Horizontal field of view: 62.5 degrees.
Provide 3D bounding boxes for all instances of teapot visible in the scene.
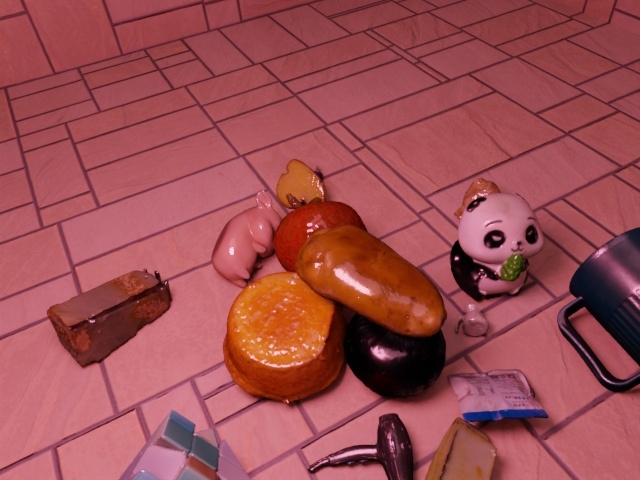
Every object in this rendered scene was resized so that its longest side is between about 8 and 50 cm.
[{"bbox_3d":[0.369,0.197,1.299,0.083,0.064,0.064,-26,32,24],"label":"teapot"}]

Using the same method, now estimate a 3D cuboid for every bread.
[{"bbox_3d":[-0.082,0.212,1.233,0.312,0.172,0.312,-1,47,1],"label":"bread"},{"bbox_3d":[-0.054,-0.154,1.650,0.187,0.149,0.065,47,19,18],"label":"bread"}]

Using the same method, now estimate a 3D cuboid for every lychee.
[{"bbox_3d":[0.000,0.000,1.396,0.255,0.255,0.300,-24,59,-18],"label":"lychee"}]

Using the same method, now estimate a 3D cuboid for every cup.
[{"bbox_3d":[0.730,0.160,1.178,0.308,0.242,0.292,-15,49,-14],"label":"cup"}]

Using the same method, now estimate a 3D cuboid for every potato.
[{"bbox_3d":[0.109,0.083,1.142,0.369,0.195,0.176,30,89,26],"label":"potato"}]

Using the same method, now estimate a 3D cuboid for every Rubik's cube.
[{"bbox_3d":[-0.257,0.470,0.975,0.213,0.265,0.224,37,88,-9],"label":"Rubik's cube"}]

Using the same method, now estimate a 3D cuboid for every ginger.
[{"bbox_3d":[0.510,-0.102,1.544,0.193,0.122,0.115,24,32,18],"label":"ginger"}]

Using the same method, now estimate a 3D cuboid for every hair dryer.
[{"bbox_3d":[0.082,0.462,1.067,0.219,0.075,0.195,-12,54,7],"label":"hair dryer"}]

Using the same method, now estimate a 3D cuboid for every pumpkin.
[{"bbox_3d":[0.165,0.240,1.195,0.233,0.163,0.233,1,45,-1],"label":"pumpkin"}]

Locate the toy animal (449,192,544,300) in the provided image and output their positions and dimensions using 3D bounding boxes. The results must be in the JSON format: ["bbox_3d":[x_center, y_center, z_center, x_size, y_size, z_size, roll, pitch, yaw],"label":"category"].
[{"bbox_3d":[0.443,0.017,1.327,0.213,0.266,0.212,1,48,-1],"label":"toy animal"}]

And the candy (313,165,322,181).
[{"bbox_3d":[-0.016,-0.184,1.712,0.043,0.045,0.175,22,40,-21],"label":"candy"}]

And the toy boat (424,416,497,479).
[{"bbox_3d":[0.260,0.465,1.009,0.111,0.084,0.276,34,53,6],"label":"toy boat"}]

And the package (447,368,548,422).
[{"bbox_3d":[0.377,0.333,1.143,0.171,0.027,0.173,-2,21,2],"label":"package"}]

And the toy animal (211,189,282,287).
[{"bbox_3d":[-0.202,0.002,1.471,0.154,0.166,0.250,38,57,0],"label":"toy animal"}]

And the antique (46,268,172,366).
[{"bbox_3d":[-0.518,0.175,1.341,0.125,0.150,0.284,31,47,31],"label":"antique"}]
